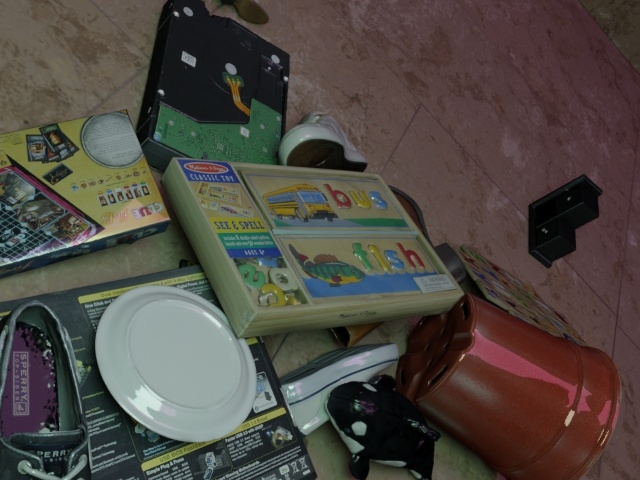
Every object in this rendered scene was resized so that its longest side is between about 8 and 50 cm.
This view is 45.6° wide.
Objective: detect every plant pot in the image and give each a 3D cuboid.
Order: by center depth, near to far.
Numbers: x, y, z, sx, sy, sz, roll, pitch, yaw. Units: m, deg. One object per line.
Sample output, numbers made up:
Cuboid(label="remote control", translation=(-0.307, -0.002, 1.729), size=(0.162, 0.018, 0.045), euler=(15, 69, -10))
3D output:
Cuboid(label="plant pot", translation=(0.284, 0.230, 1.229), size=(0.265, 0.272, 0.272), euler=(32, 46, -15))

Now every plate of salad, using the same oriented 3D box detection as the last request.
Cuboid(label="plate of salad", translation=(-0.162, 0.139, 0.861), size=(0.200, 0.048, 0.200), euler=(26, 39, -23))

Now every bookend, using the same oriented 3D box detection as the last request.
Cuboid(label="bookend", translation=(0.557, -0.043, 1.730), size=(0.072, 0.156, 0.157), euler=(35, 46, -23))

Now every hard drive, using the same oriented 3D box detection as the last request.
Cuboid(label="hard drive", translation=(-0.165, -0.225, 1.230), size=(0.237, 0.064, 0.339), euler=(24, 49, -31))

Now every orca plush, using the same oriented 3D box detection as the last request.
Cuboid(label="orca plush", translation=(0.123, 0.293, 1.082), size=(0.151, 0.102, 0.287), euler=(-53, 127, -34))

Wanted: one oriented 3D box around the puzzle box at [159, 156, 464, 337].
Cuboid(label="puzzle box", translation=(0.000, 0.000, 1.098), size=(0.409, 0.052, 0.272), euler=(-1, 48, -43))

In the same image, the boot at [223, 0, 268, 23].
Cuboid(label="boot", translation=(-0.150, -0.460, 1.418), size=(0.118, 0.042, 0.087), euler=(22, 43, -42))

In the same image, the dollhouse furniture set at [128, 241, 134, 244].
Cuboid(label="dollhouse furniture set", translation=(-0.266, -0.077, 1.029), size=(0.058, 0.076, 0.151), euler=(16, 64, -35))

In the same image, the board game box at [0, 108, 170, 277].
Cuboid(label="board game box", translation=(-0.326, -0.057, 0.921), size=(0.243, 0.042, 0.165), euler=(-17, 76, -27))

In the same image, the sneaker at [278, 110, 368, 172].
Cuboid(label="sneaker", translation=(-0.018, -0.162, 1.268), size=(0.123, 0.106, 0.290), euler=(55, 13, 13))

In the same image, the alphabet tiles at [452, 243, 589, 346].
Cuboid(label="alphabet tiles", translation=(0.405, 0.130, 1.481), size=(0.342, 0.011, 0.285), euler=(30, 19, -28))

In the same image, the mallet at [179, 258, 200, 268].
Cuboid(label="mallet", translation=(-0.118, 0.045, 1.122), size=(0.190, 0.039, 0.062), euler=(21, 51, -28))

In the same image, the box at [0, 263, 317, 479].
Cuboid(label="box", translation=(-0.216, 0.204, 0.877), size=(0.395, 0.097, 0.318), euler=(-12, 75, -47))

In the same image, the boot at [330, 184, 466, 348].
Cuboid(label="boot", translation=(0.064, 0.032, 1.274), size=(0.280, 0.096, 0.264), euler=(-22, 65, -32))

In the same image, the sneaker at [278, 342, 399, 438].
Cuboid(label="sneaker", translation=(0.025, 0.217, 1.118), size=(0.258, 0.094, 0.091), euler=(-15, 94, -43))

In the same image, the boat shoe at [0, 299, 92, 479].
Cuboid(label="boat shoe", translation=(-0.256, 0.202, 0.693), size=(0.108, 0.102, 0.301), euler=(8, 59, -38))
